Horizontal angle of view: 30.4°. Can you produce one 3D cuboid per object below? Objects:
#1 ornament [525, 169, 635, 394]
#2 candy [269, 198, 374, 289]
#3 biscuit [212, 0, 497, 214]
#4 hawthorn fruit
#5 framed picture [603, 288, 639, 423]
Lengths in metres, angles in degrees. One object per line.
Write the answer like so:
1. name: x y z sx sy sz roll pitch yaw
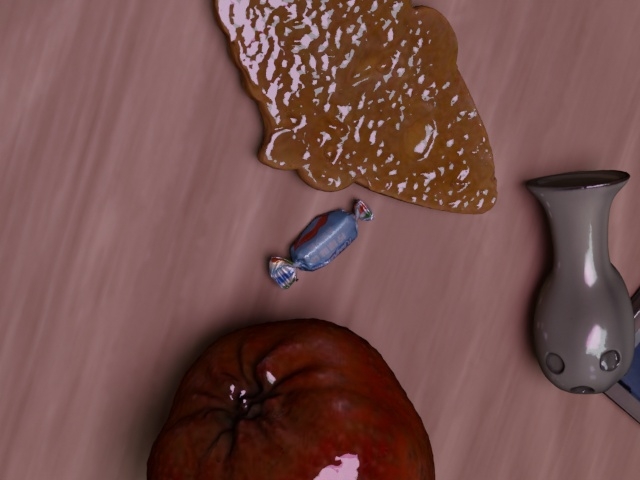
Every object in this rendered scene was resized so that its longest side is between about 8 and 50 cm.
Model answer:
1. ornament: 0.187 0.031 0.839 0.074 0.081 0.156 -3 102 17
2. candy: 0.000 0.000 0.793 0.083 0.020 0.030 -41 119 -11
3. biscuit: 0.028 -0.100 0.775 0.250 0.035 0.162 41 92 -21
4. hawthorn fruit: -0.006 0.154 0.751 0.179 0.179 0.200 -44 128 -5
5. framed picture: 0.342 0.102 0.933 0.260 0.023 0.189 40 90 -22
